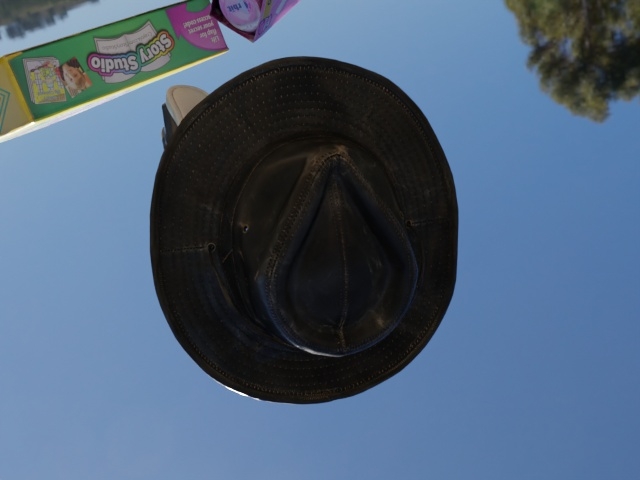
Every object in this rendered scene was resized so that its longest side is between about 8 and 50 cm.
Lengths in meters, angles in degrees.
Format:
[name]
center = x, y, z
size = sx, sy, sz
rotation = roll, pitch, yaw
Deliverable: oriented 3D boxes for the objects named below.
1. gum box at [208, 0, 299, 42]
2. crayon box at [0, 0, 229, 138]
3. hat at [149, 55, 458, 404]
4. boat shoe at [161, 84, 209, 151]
[gum box]
center = -0.046, -0.310, 0.878
size = 0.062, 0.188, 0.107
rotation = 32, -128, 7
[crayon box]
center = -0.379, -0.258, 1.347
size = 0.313, 0.106, 0.363
rotation = -8, -161, 47
[hat]
center = 0.000, 0.000, 0.766
size = 0.331, 0.331, 0.134
rotation = -21, -171, -9
[boat shoe]
center = -0.159, -0.103, 1.116
size = 0.095, 0.079, 0.254
rotation = -3, -137, -28
